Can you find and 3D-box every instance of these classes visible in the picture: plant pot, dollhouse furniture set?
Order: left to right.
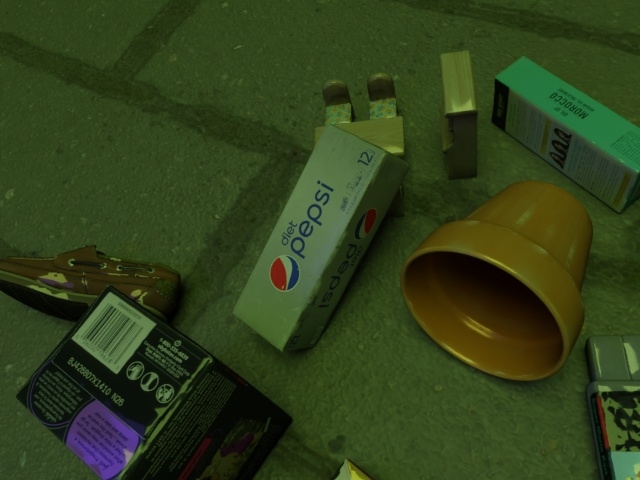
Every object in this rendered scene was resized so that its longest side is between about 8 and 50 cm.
[{"bbox_3d":[0.104,-0.167,0.837,0.242,0.161,0.212,-5,61,12],"label":"dollhouse furniture set"},{"bbox_3d":[0.233,0.031,0.688,0.205,0.205,0.188,27,55,26],"label":"plant pot"}]

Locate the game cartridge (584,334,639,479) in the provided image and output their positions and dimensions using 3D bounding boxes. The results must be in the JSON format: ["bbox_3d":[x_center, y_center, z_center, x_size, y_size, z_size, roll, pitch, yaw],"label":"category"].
[{"bbox_3d":[0.414,0.268,0.575,0.230,0.068,0.355,-2,61,9],"label":"game cartridge"}]

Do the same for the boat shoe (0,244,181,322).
[{"bbox_3d":[-0.361,0.065,0.873,0.307,0.110,0.104,13,61,10],"label":"boat shoe"}]

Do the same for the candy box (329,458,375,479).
[{"bbox_3d":[0.022,0.384,0.605,0.159,0.071,0.233,32,73,28],"label":"candy box"}]

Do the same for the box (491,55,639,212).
[{"bbox_3d":[0.354,-0.153,0.800,0.060,0.100,0.244,-37,59,-8],"label":"box"}]

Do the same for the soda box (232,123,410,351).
[{"bbox_3d":[0.000,0.000,0.746,0.098,0.091,0.286,32,102,28],"label":"soda box"}]

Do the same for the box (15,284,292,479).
[{"bbox_3d":[-0.167,0.192,0.645,0.165,0.270,0.143,28,72,26],"label":"box"}]
